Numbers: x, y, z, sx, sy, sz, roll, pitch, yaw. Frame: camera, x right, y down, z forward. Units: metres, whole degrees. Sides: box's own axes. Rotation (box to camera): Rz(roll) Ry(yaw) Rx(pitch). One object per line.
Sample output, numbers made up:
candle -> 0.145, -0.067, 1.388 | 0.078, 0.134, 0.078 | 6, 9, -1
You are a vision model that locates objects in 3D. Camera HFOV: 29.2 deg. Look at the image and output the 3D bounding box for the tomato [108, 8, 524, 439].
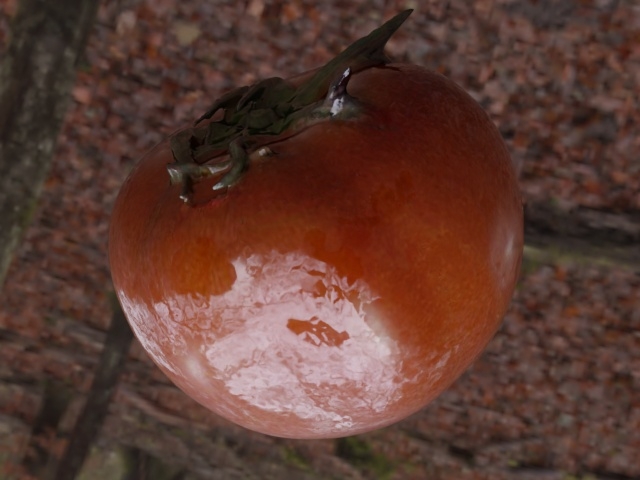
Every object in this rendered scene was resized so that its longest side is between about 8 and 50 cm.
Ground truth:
tomato -> 0.000, 0.000, 0.764 | 0.256, 0.256, 0.224 | 4, 130, 49
